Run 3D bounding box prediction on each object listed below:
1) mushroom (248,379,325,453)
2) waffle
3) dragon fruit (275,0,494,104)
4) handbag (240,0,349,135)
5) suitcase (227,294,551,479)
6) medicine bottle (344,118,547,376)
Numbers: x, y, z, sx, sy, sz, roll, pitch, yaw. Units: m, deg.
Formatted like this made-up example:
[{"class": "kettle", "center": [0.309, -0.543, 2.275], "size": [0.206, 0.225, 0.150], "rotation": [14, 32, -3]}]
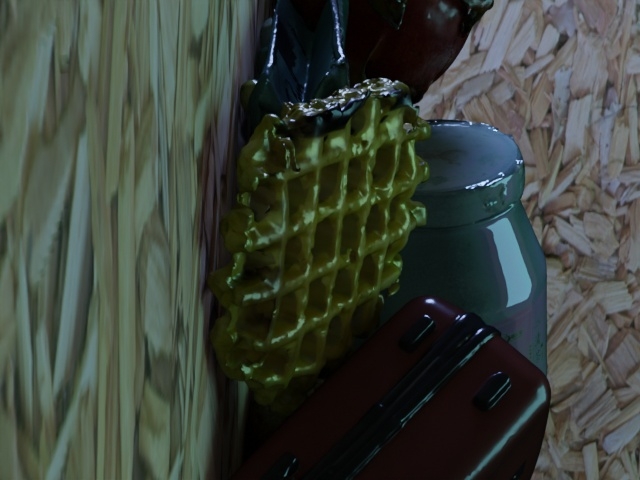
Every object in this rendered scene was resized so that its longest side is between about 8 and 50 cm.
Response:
[{"class": "mushroom", "center": [-0.003, 0.255, 1.419], "size": [0.253, 0.153, 0.253], "rotation": [174, -90, -86]}, {"class": "waffle", "center": [0.009, -0.011, 1.136], "size": [0.312, 0.060, 0.307], "rotation": [-56, 151, -32]}, {"class": "dragon fruit", "center": [0.065, -0.282, 1.493], "size": [0.250, 0.250, 0.315], "rotation": [7, 69, -87]}, {"class": "handbag", "center": [-0.023, -0.088, 1.330], "size": [0.268, 0.100, 0.274], "rotation": [-90, -179, -60]}, {"class": "suitcase", "center": [0.055, 0.214, 1.185], "size": [0.297, 0.161, 0.236], "rotation": [-44, 155, -24]}, {"class": "medicine bottle", "center": [0.129, 0.033, 1.530], "size": [0.245, 0.245, 0.289], "rotation": [-82, 167, -61]}]
